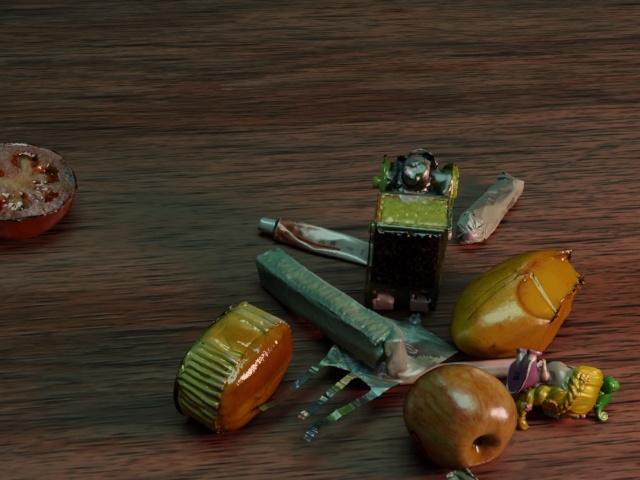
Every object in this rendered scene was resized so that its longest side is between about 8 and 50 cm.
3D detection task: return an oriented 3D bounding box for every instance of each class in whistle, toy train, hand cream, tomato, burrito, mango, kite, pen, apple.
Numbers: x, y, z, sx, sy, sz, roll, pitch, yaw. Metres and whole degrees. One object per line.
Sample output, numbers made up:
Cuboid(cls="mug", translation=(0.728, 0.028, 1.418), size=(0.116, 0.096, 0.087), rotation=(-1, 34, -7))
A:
Cuboid(cls="whistle", translation=(0.142, 0.141, 1.870), size=(0.033, 0.029, 0.083), rotation=(-31, 31, 15))
Cuboid(cls="toy train", translation=(0.141, -0.016, 1.894), size=(0.134, 0.261, 0.177), rotation=(4, 52, 2))
Cuboid(cls="hand cream", translation=(0.000, 0.002, 2.032), size=(0.216, 0.038, 0.052), rotation=(15, 67, 8))
Cuboid(cls="tomato", translation=(-0.512, -0.071, 2.033), size=(0.225, 0.085, 0.225), rotation=(5, 36, -3))
Cuboid(cls="burrito", translation=(0.289, -0.054, 2.104), size=(0.064, 0.064, 0.203), rotation=(22, 40, 21))
Cuboid(cls="mango", translation=(0.294, 0.104, 1.851), size=(0.252, 0.126, 0.154), rotation=(-28, 50, -32))
Cuboid(cls="kite", translation=(0.042, 0.188, 1.763), size=(0.310, 0.015, 0.169), rotation=(-26, 38, -36))
Cuboid(cls="pen", translation=(0.186, 0.194, 1.804), size=(0.269, 0.033, 0.033), rotation=(-2, 39, -9))
Cuboid(cls="apple", translation=(0.191, 0.240, 1.655), size=(0.146, 0.146, 0.131), rotation=(-11, 30, -19))

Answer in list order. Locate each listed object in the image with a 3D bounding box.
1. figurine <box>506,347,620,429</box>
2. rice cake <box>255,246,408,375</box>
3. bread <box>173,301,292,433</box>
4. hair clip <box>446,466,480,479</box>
Cuboid(cls="figurine", translation=(0.344, 0.226, 1.751), size=(0.156, 0.115, 0.095), rotation=(16, 2, -16))
Cuboid(cls="rice cake", translation=(0.015, 0.103, 1.835), size=(0.063, 0.066, 0.336), rotation=(-29, 38, -23))
Cuboid(cls="bread", translation=(-0.114, 0.180, 1.713), size=(0.114, 0.132, 0.190), rotation=(25, 47, 25))
Cuboid(cls="hair clip", translation=(0.257, 0.385, 1.532), size=(0.106, 0.084, 0.292), rotation=(-34, 46, -20))
